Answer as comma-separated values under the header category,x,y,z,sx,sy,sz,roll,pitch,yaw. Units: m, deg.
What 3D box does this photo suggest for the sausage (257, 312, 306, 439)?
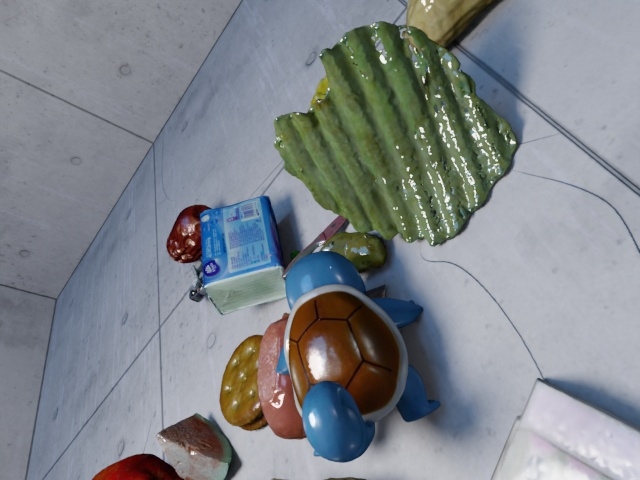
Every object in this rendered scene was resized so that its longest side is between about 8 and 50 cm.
category,x,y,z,sx,sy,sz,roll,pitch,yaw
sausage,-0.056,0.268,1.045,0.148,0.148,0.254,-30,47,41

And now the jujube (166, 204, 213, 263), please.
category,x,y,z,sx,sy,sz,roll,pitch,yaw
jujube,-0.426,-0.017,1.704,0.230,0.155,0.155,-41,41,39

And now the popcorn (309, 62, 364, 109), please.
category,x,y,z,sx,sy,sz,roll,pitch,yaw
popcorn,0.080,-0.235,1.082,0.258,0.224,0.270,-14,102,51

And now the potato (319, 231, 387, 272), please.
category,x,y,z,sx,sy,sz,roll,pitch,yaw
potato,0.061,0.029,1.079,0.188,0.085,0.105,-6,67,47

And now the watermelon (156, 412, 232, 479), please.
category,x,y,z,sx,sy,sz,roll,pitch,yaw
watermelon,-0.289,0.483,1.227,0.136,0.202,0.207,-21,44,-5

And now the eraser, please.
category,x,y,z,sx,sy,sz,roll,pitch,yaw
eraser,0.254,0.382,0.603,0.213,0.082,0.396,21,87,55

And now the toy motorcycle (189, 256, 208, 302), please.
category,x,y,z,sx,sy,sz,roll,pitch,yaw
toy motorcycle,-0.298,0.088,1.515,0.307,0.108,0.173,-21,45,47

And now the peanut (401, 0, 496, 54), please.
category,x,y,z,sx,sy,sz,roll,pitch,yaw
peanut,0.279,-0.513,1.051,0.291,0.159,0.143,-39,68,33

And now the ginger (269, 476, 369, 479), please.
category,x,y,z,sx,sy,sz,roll,pitch,yaw
ginger,-0.009,0.447,0.819,0.276,0.221,0.130,-41,31,44

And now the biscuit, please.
category,x,y,z,sx,sy,sz,roll,pitch,yaw
biscuit,-0.160,0.334,1.208,0.220,0.066,0.220,-31,44,37

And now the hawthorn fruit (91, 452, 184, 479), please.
category,x,y,z,sx,sy,sz,roll,pitch,yaw
hawthorn fruit,-0.440,0.648,1.237,0.300,0.254,0.254,-38,43,30

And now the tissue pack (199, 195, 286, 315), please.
category,x,y,z,sx,sy,sz,roll,pitch,yaw
tissue pack,-0.196,0.033,1.316,0.198,0.146,0.263,-15,48,-1

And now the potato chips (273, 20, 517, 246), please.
category,x,y,z,sx,sy,sz,roll,pitch,yaw
potato chips,0.124,-0.167,0.928,0.373,0.389,0.097,-47,4,29

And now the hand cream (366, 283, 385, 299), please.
category,x,y,z,sx,sy,sz,roll,pitch,yaw
hand cream,0.096,0.185,0.977,0.067,0.043,0.209,-28,44,42

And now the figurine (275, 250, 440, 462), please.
category,x,y,z,sx,sy,sz,roll,pitch,yaw
figurine,0.032,0.208,0.853,0.298,0.243,0.416,-32,31,16

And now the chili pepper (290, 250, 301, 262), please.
category,x,y,z,sx,sy,sz,roll,pitch,yaw
chili pepper,-0.029,0.099,1.177,0.108,0.062,0.216,-53,34,18

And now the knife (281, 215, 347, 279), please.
category,x,y,z,sx,sy,sz,roll,pitch,yaw
knife,0.000,0.000,1.174,0.247,0.018,0.035,-46,41,-3
